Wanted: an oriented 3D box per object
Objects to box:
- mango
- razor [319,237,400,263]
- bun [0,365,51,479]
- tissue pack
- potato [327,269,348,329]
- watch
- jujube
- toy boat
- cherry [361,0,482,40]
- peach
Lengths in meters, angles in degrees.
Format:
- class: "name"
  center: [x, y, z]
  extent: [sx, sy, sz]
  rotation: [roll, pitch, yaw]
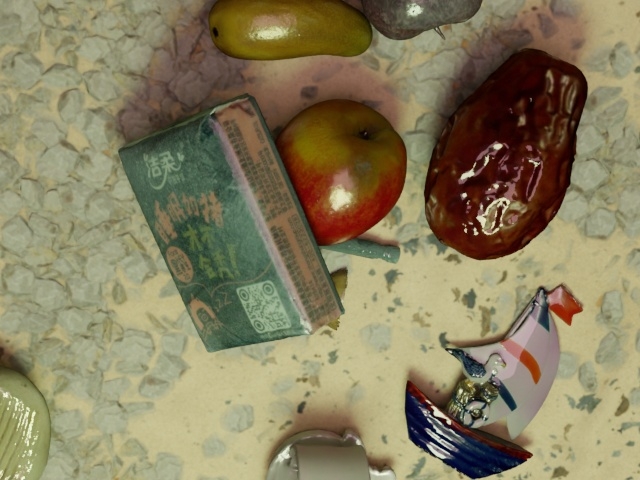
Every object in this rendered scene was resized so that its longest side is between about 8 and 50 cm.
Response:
- class: "mango"
  center: [-0.035, -0.282, 1.864]
  extent: [0.227, 0.136, 0.099]
  rotation: [3, 80, -21]
- class: "razor"
  center: [0.000, 0.000, 2.002]
  extent: [0.232, 0.068, 0.106]
  rotation: [12, 108, -16]
- class: "bun"
  center: [-0.490, 0.271, 2.003]
  extent: [0.231, 0.133, 0.231]
  rotation: [-4, 108, -14]
- class: "tissue pack"
  center: [-0.121, -0.015, 1.871]
  extent: [0.228, 0.103, 0.315]
  rotation: [-14, 102, 46]
- class: "potato"
  center: [0.015, 0.086, 2.038]
  extent: [0.036, 0.037, 0.093]
  rotation: [10, 108, -3]
- class: "watch"
  center: [0.024, 0.407, 2.044]
  extent: [0.196, 0.231, 0.244]
  rotation: [2, 105, -8]
- class: "jujube"
  center: [0.251, -0.114, 1.915]
  extent: [0.197, 0.197, 0.290]
  rotation: [26, 90, -13]
- class: "toy boat"
  center: [0.274, 0.224, 2.102]
  extent: [0.318, 0.072, 0.219]
  rotation: [-34, 105, -4]
- class: "cherry"
  center: [0.133, -0.346, 1.850]
  extent: [0.176, 0.140, 0.176]
  rotation: [-1, 96, -6]
- class: "peach"
  center: [0.018, -0.088, 1.912]
  extent: [0.190, 0.190, 0.192]
  rotation: [36, 126, -15]
